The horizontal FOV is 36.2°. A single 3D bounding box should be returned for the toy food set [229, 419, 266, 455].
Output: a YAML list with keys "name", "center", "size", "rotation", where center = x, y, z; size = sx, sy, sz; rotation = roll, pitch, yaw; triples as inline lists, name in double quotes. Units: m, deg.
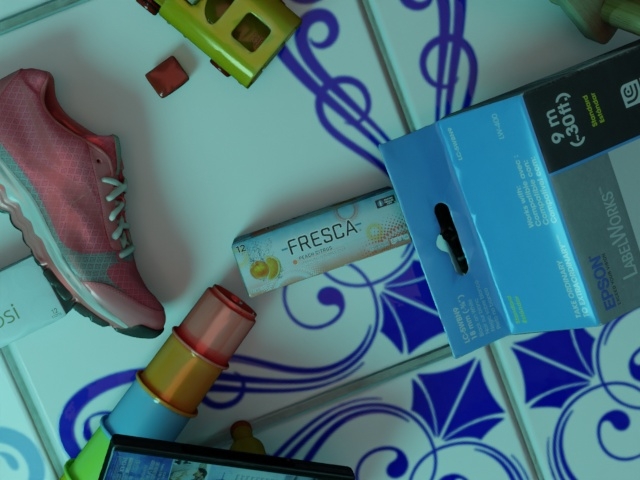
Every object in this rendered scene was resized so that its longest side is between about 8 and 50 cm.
- name: "toy food set"
  center: [-0.127, 0.316, 1.077]
  size: [0.111, 0.104, 0.232]
  rotation: [5, 116, -17]

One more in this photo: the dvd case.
- name: "dvd case"
  center: [-0.109, 0.288, 0.992]
  size: [0.253, 0.022, 0.180]
  rotation: [13, 113, -19]

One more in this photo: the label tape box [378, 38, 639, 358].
- name: "label tape box"
  center: [0.259, -0.046, 0.978]
  size: [0.333, 0.106, 0.241]
  rotation: [-23, 98, -16]

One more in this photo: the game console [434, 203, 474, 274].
- name: "game console"
  center: [0.161, -0.044, 1.043]
  size: [0.122, 0.071, 0.107]
  rotation: [-45, 136, -11]

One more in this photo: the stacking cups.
- name: "stacking cups"
  center: [-0.178, 0.193, 1.043]
  size: [0.096, 0.096, 0.316]
  rotation: [38, 94, -7]

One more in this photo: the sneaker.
- name: "sneaker"
  center: [-0.242, -0.039, 0.997]
  size: [0.136, 0.116, 0.314]
  rotation: [-38, 97, 1]

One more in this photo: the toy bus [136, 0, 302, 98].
- name: "toy bus"
  center: [-0.114, -0.244, 0.979]
  size: [0.202, 0.104, 0.191]
  rotation: [-6, 98, -2]

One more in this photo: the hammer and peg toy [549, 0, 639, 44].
- name: "hammer and peg toy"
  center: [0.257, -0.362, 0.867]
  size: [0.127, 0.361, 0.266]
  rotation: [35, 95, 38]

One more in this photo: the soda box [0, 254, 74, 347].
- name: "soda box"
  center: [-0.372, 0.087, 1.032]
  size: [0.216, 0.069, 0.074]
  rotation: [-26, 98, 0]

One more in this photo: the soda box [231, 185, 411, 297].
- name: "soda box"
  center: [0.000, 0.000, 1.041]
  size: [0.183, 0.058, 0.063]
  rotation: [-19, 97, -1]
